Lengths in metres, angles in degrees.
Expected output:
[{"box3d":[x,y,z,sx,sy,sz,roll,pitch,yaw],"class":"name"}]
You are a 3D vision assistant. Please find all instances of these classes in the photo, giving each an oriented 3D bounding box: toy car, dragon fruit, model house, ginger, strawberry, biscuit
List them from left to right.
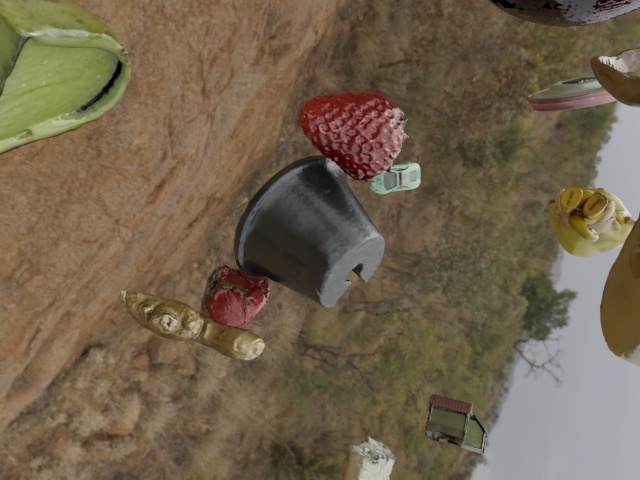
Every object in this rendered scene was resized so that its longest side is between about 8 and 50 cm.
[{"box3d":[-0.192,0.135,0.734,0.133,0.213,0.059,63,48,-69],"class":"ginger"},{"box3d":[-0.262,0.145,1.323,0.218,0.223,0.148,-49,117,-13],"class":"dragon fruit"},{"box3d":[0.061,-0.252,1.103,0.205,0.244,0.206,-169,-90,-71],"class":"strawberry"},{"box3d":[0.104,0.542,1.072,0.281,0.084,0.179,39,67,-65],"class":"biscuit"},{"box3d":[0.230,-0.185,1.447,0.186,0.058,0.094,-12,107,-29],"class":"toy car"},{"box3d":[0.195,0.259,0.684,0.057,0.083,0.058,67,36,-50],"class":"model house"}]

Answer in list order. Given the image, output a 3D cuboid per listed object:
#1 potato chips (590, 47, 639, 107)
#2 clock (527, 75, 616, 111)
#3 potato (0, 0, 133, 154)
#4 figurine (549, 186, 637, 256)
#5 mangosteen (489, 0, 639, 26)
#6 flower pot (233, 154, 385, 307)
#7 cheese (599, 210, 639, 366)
[{"box3d":[0.482,-0.229,0.684,0.208,0.195,0.062,-68,159,-55],"class":"potato chips"},{"box3d":[0.647,-0.374,1.197,0.244,0.244,0.056,-37,118,-51],"class":"clock"},{"box3d":[-0.494,-0.316,0.814,0.330,0.213,0.280,-32,-177,33],"class":"potato"},{"box3d":[0.463,-0.038,0.829,0.246,0.156,0.131,14,98,-52],"class":"figurine"},{"box3d":[0.152,-0.192,0.265,0.152,0.152,0.153,-45,146,-43],"class":"mangosteen"},{"box3d":[0.000,0.000,1.201,0.379,0.251,0.380,-33,148,-24],"class":"flower pot"},{"box3d":[0.368,0.035,0.308,0.260,0.315,0.128,58,35,-63],"class":"cheese"}]
